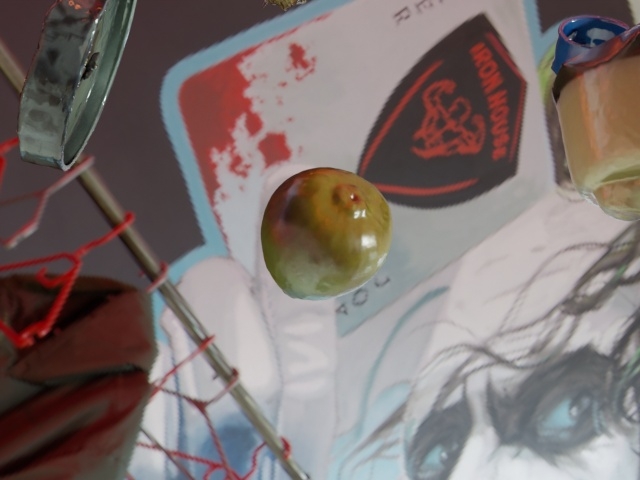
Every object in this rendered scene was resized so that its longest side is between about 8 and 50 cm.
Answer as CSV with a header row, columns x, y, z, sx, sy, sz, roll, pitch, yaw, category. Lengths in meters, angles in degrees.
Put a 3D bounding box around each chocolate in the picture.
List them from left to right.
x,y,z,sx,sy,sz,roll,pitch,yaw,category
0.607,-0.188,1.764,0.314,0.326,0.297,19,52,-46,chocolate

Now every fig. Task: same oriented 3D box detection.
x,y,z,sx,sy,sz,roll,pitch,yaw,category
-0.005,-0.007,1.541,0.230,0.207,0.207,-22,-70,40,fig

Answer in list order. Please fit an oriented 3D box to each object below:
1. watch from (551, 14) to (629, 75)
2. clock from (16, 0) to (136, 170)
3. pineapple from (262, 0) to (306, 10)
x,y,z,sx,sy,sz,roll,pitch,yaw,category
0.603,-0.396,2.121,0.200,0.196,0.171,26,-54,25,watch
-0.337,-0.254,1.374,0.067,0.325,0.325,19,-17,-7,clock
-0.030,-0.443,1.455,0.161,0.137,0.176,57,-28,1,pineapple
